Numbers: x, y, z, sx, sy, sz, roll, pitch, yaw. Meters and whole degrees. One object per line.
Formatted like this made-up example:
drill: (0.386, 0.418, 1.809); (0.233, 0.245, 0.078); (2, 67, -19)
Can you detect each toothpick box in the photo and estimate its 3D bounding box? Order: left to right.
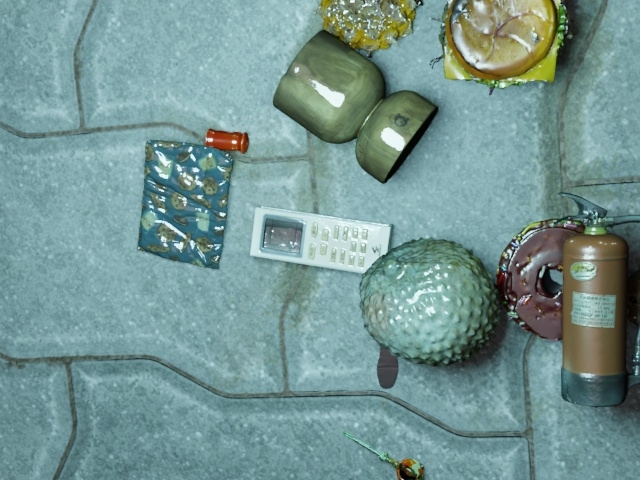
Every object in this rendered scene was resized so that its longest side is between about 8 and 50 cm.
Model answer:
toothpick box: (-0.188, -0.201, 1.817); (0.083, 0.047, 0.047); (7, 97, 10)

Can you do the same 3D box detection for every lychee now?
lychee: (0.203, 0.118, 1.667); (0.255, 0.255, 0.274); (-31, 129, 13)

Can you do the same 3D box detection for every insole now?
insole: (0.136, 0.236, 1.819); (0.045, 0.002, 0.135); (0, 96, 11)

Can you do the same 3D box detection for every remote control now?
remote control: (0.000, 0.000, 1.794); (0.277, 0.055, 0.102); (9, 97, 10)

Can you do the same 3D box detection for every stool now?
stool: (0.064, -0.253, 1.691); (0.264, 0.179, 0.179); (36, 102, 7)

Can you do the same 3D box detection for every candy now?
candy: (0.126, 0.441, 1.830); (0.185, 0.049, 0.055); (29, 94, 16)

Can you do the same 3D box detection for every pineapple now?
pineapple: (0.089, -0.461, 1.717); (0.225, 0.076, 0.224); (1, 96, 14)

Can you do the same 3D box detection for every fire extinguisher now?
fire extinguisher: (0.516, 0.098, 1.592); (0.200, 0.113, 0.375); (-4, 96, -15)

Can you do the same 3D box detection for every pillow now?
pillow: (-0.280, -0.076, 1.839); (0.189, 0.034, 0.255); (12, 107, 10)

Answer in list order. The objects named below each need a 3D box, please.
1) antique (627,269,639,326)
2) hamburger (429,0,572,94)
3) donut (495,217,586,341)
antique: (0.652, 0.050, 1.634); (0.143, 0.121, 0.256); (34, 101, 14)
hamburger: (0.329, -0.390, 1.641); (0.262, 0.139, 0.243); (8, 96, 10)
donut: (0.446, 0.069, 1.693); (0.235, 0.089, 0.235); (1, 97, 11)
